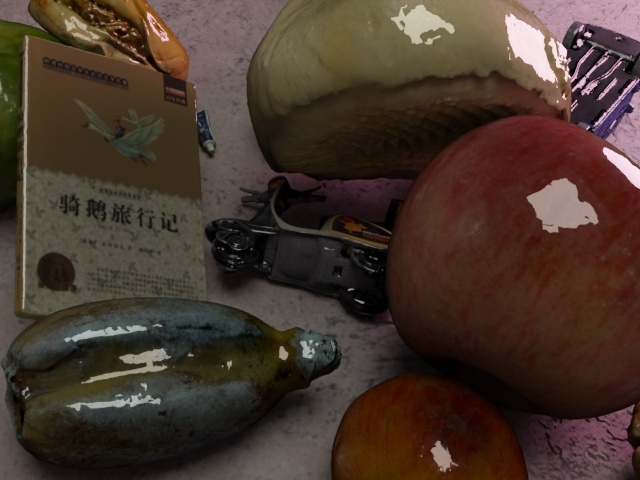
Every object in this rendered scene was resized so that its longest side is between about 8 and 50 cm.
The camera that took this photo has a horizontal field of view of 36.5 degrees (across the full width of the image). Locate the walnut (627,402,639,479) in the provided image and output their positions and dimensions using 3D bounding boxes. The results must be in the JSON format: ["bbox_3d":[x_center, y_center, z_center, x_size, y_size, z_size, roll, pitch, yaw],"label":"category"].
[{"bbox_3d":[0.397,0.225,1.005,0.170,0.069,0.143,5,47,-7],"label":"walnut"}]

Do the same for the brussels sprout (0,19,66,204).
[{"bbox_3d":[-0.380,-0.153,1.120,0.244,0.244,0.244,5,49,-5],"label":"brussels sprout"}]

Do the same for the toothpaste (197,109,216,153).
[{"bbox_3d":[-0.152,-0.142,1.268,0.027,0.019,0.083,-21,50,-5],"label":"toothpaste"}]

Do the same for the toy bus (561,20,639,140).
[{"bbox_3d":[0.333,-0.172,1.300,0.125,0.133,0.292,30,53,23],"label":"toy bus"}]

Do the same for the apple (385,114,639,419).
[{"bbox_3d":[0.215,0.043,0.972,0.269,0.345,0.345,-44,64,-3],"label":"apple"}]

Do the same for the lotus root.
[{"bbox_3d":[-0.141,0.134,0.951,0.322,0.140,0.158,-4,67,-20],"label":"lotus root"}]

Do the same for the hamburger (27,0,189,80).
[{"bbox_3d":[-0.268,-0.259,1.226,0.214,0.214,0.108,35,81,20],"label":"hamburger"}]

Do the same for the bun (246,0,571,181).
[{"bbox_3d":[0.090,-0.192,1.074,0.364,0.364,0.202,-3,80,-12],"label":"bun"}]

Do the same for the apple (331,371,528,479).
[{"bbox_3d":[0.107,0.212,0.926,0.195,0.160,0.173,32,30,10],"label":"apple"}]

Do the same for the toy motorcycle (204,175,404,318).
[{"bbox_3d":[0.000,0.000,1.126,0.263,0.091,0.157,12,40,-1],"label":"toy motorcycle"}]

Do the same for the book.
[{"bbox_3d":[-0.222,-0.057,1.049,0.217,0.021,0.310,10,65,-38],"label":"book"}]
